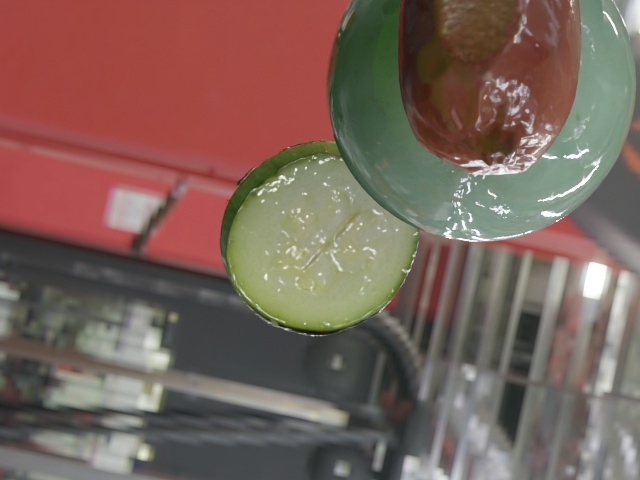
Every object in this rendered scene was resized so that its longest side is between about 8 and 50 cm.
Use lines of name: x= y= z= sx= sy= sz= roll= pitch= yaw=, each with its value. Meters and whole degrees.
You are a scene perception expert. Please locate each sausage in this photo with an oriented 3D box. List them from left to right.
sausage: x=0.126 y=-0.162 z=1.483 sx=0.148 sy=0.148 sz=0.254 roll=112 pitch=-20 yaw=-59

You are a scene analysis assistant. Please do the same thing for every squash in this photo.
squash: x=-0.001 y=-0.002 z=2.101 sx=0.041 sy=0.219 sz=0.219 roll=-120 pitch=-140 yaw=-60

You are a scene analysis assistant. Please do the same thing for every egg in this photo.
egg: x=0.143 y=-0.136 z=1.762 sx=0.389 sy=0.276 sz=0.276 roll=15 pitch=87 yaw=-84
